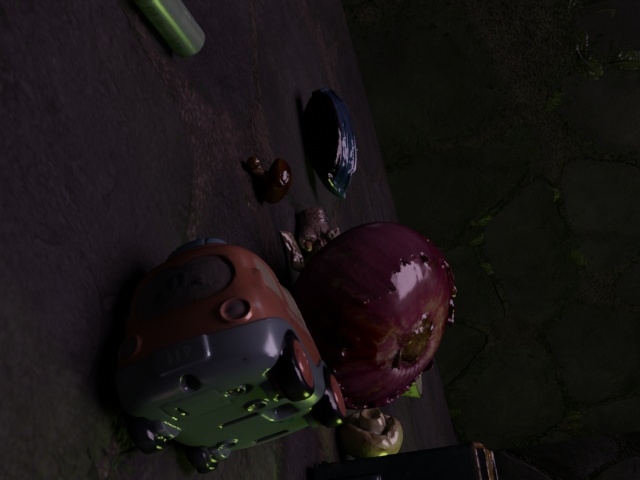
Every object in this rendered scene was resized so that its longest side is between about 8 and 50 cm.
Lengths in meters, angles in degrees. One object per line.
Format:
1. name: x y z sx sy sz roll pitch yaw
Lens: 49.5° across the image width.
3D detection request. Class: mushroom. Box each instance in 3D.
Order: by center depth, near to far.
1. mushroom: -0.092 -0.118 1.297 0.088 0.073 0.129 -65 156 -7
2. mushroom: 0.109 0.424 1.515 0.148 0.148 0.112 -72 164 -65

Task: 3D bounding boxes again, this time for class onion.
1. onion: 0.080 0.137 1.311 0.345 0.358 0.358 8 -63 59

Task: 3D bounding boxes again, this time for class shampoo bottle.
1. shampoo bottle: -0.225 -0.331 0.960 0.195 0.056 0.056 51 30 -63

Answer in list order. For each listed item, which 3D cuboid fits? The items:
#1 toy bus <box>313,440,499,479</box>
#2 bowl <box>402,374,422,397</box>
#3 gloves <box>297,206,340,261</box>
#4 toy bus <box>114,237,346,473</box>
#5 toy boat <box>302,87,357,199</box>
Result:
1. toy bus: 0.155 0.464 1.250 0.194 0.324 0.161 49 31 -61
2. bowl: 0.218 0.352 2.045 0.238 0.126 0.237 -12 90 -76
3. gloves: -0.002 -0.007 1.538 0.110 0.094 0.144 71 2 -78
4. toy bus: -0.101 0.120 0.797 0.287 0.194 0.232 56 17 -57
5. toy boat: 0.033 -0.256 1.804 0.142 0.129 0.309 14 65 -59
